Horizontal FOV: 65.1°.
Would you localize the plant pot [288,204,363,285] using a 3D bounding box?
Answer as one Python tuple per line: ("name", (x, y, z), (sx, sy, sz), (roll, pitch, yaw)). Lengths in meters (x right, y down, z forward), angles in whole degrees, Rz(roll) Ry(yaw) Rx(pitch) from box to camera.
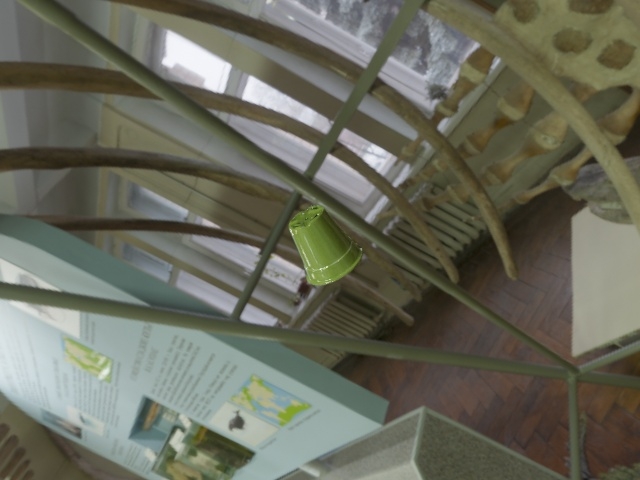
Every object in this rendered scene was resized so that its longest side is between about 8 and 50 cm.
("plant pot", (0.000, 0.000, 0.639), (0.083, 0.079, 0.083), (-25, 24, 12))
